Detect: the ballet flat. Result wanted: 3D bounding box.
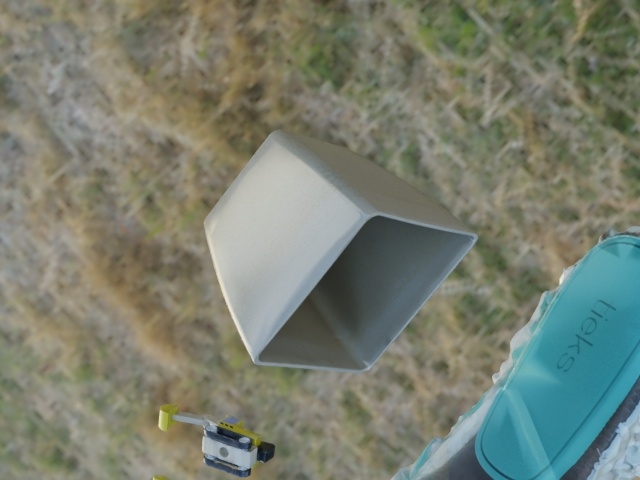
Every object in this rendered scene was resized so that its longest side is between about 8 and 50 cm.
[{"bbox_3d":[0.131,0.176,1.019,0.147,0.409,0.147,39,-173,-5],"label":"ballet flat"}]

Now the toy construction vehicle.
[{"bbox_3d":[-0.061,0.150,0.982,0.098,0.035,0.086,14,112,29],"label":"toy construction vehicle"}]

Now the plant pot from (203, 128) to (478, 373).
[{"bbox_3d":[0.000,0.000,0.884,0.109,0.109,0.096,-52,58,19],"label":"plant pot"}]
